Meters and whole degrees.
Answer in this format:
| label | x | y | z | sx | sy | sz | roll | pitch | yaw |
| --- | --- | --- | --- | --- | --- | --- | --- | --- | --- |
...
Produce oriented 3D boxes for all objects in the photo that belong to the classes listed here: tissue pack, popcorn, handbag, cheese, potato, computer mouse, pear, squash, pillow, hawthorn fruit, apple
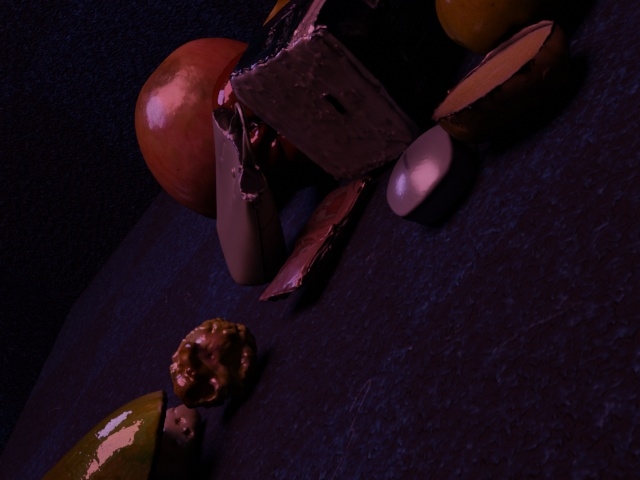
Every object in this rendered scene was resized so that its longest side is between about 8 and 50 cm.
| label | x | y | z | sx | sy | sz | roll | pitch | yaw |
| --- | --- | --- | --- | --- | --- | --- | --- | --- | --- |
| tissue pack | 0.074 | -0.346 | 1.823 | 0.253 | 0.264 | 0.417 | -22 | 34 | 47 |
| popcorn | -0.162 | 0.188 | 1.709 | 0.145 | 0.126 | 0.126 | -34 | 7 | 7 |
| handbag | -0.136 | -0.089 | 1.856 | 0.109 | 0.315 | 0.241 | -18 | 47 | -7 |
| cheese | -0.223 | 0.321 | 1.724 | 0.194 | 0.064 | 0.043 | -91 | -4 | -64 |
| potato | 0.230 | -0.179 | 1.355 | 0.200 | 0.081 | 0.164 | -31 | 18 | 52 |
| computer mouse | 0.144 | -0.104 | 1.475 | 0.128 | 0.079 | 0.231 | -46 | 13 | 22 |
| pear | 0.243 | -0.332 | 1.463 | 0.198 | 0.198 | 0.198 | -50 | 15 | 19 |
| squash | -0.294 | 0.373 | 1.667 | 0.309 | 0.210 | 0.234 | -40 | 18 | 8 |
| pillow | 0.000 | 0.000 | 1.756 | 0.135 | 0.049 | 0.248 | -29 | 25 | 58 |
| hawthorn fruit | -0.053 | -0.238 | 2.062 | 0.277 | 0.277 | 0.298 | -51 | 6 | 15 |
| apple | -0.212 | -0.236 | 2.320 | 0.364 | 0.364 | 0.364 | -50 | 15 | 19 |
